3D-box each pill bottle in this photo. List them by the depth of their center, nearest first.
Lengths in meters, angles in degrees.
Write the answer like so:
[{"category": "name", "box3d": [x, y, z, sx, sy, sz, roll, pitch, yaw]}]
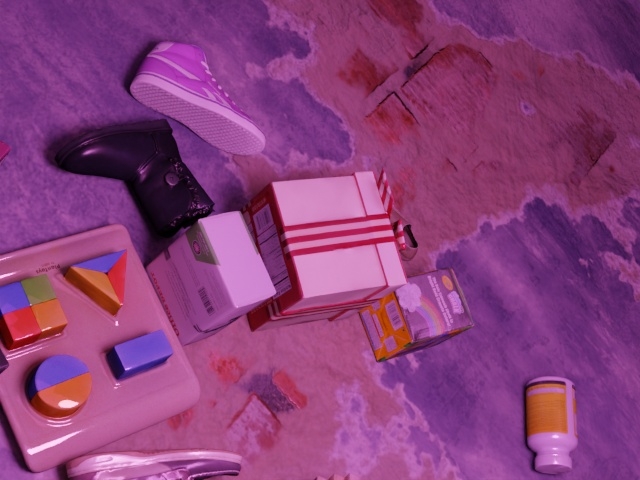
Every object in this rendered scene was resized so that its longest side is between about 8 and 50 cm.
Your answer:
[{"category": "pill bottle", "box3d": [0.477, 0.381, 2.038, 0.103, 0.103, 0.184, 19, 59, -24]}]

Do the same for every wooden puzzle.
[{"category": "wooden puzzle", "box3d": [-0.385, 0.157, 1.613, 0.322, 0.080, 0.348, -18, 79, -37]}]

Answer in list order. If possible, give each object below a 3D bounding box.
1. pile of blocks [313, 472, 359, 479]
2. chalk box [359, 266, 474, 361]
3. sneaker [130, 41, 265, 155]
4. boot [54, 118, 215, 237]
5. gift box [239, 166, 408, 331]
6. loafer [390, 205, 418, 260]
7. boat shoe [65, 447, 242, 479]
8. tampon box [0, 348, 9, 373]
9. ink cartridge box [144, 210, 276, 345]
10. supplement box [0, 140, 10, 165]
[{"category": "pile of blocks", "box3d": [-0.035, 0.538, 1.611, 0.112, 0.149, 0.362, 29, 56, -18]}, {"category": "chalk box", "box3d": [0.204, 0.142, 1.962, 0.213, 0.132, 0.132, -9, 72, -36]}, {"category": "sneaker", "box3d": [-0.213, -0.289, 1.921, 0.282, 0.102, 0.161, 31, 52, -16]}, {"category": "boot", "box3d": [-0.323, -0.102, 1.763, 0.246, 0.094, 0.207, -19, 75, -43]}, {"category": "gift box", "box3d": [0.000, 0.000, 1.822, 0.258, 0.255, 0.277, -6, 77, -32]}, {"category": "loafer", "box3d": [0.162, -0.030, 2.065, 0.056, 0.050, 0.148, -31, 87, -38]}, {"category": "boat shoe", "box3d": [-0.261, 0.383, 1.577, 0.285, 0.103, 0.092, 3, 72, -27]}, {"category": "tampon box", "box3d": [-0.562, 0.155, 1.472, 0.101, 0.120, 0.161, -26, 83, -43]}, {"category": "ink cartridge box", "box3d": [-0.194, 0.069, 1.689, 0.092, 0.219, 0.160, -17, 79, -40]}, {"category": "supplement box", "box3d": [-0.573, -0.112, 1.551, 0.104, 0.188, 0.081, 38, 54, -12]}]
